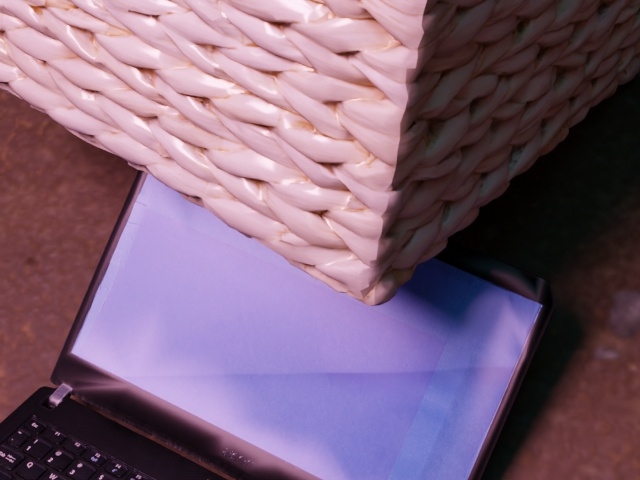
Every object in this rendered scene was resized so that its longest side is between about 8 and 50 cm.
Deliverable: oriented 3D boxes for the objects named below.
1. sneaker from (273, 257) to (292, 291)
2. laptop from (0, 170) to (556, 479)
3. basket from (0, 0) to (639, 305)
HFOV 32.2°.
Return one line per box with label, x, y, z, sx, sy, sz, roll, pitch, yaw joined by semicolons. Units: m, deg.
sneaker;0.000;0.000;0.613;0.051;0.070;0.134;0;92;2
laptop;-0.053;0.092;0.502;0.234;0.137;0.264;23;37;17
basket;-0.002;-0.202;0.532;0.331;0.266;0.328;30;44;23
